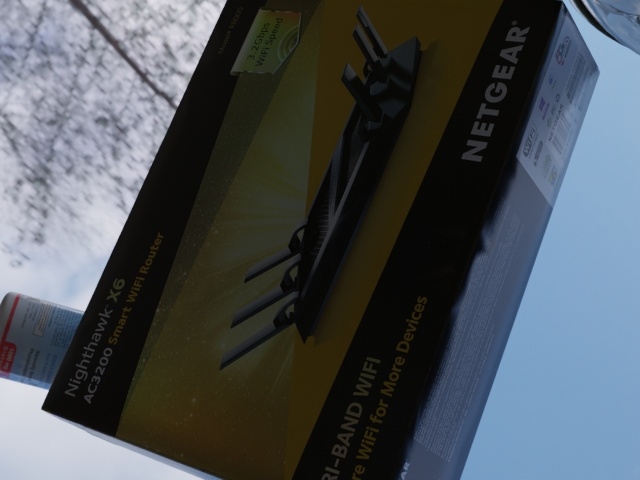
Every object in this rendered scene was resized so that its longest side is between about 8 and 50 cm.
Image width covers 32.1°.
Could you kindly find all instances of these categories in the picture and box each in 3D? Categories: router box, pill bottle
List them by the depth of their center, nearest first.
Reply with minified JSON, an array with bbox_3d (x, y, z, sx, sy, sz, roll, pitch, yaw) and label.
[{"bbox_3d":[0.000,0.000,0.663,0.242,0.081,0.309,11,-109,35],"label":"router box"},{"bbox_3d":[-0.253,0.113,1.130,0.087,0.160,0.087,-164,-90,-80],"label":"pill bottle"}]

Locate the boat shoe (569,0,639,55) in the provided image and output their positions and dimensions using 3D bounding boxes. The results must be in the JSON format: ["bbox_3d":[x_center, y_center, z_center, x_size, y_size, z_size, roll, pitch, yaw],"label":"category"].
[{"bbox_3d":[0.198,-0.184,0.673,0.113,0.302,0.103,-47,-142,14],"label":"boat shoe"}]
